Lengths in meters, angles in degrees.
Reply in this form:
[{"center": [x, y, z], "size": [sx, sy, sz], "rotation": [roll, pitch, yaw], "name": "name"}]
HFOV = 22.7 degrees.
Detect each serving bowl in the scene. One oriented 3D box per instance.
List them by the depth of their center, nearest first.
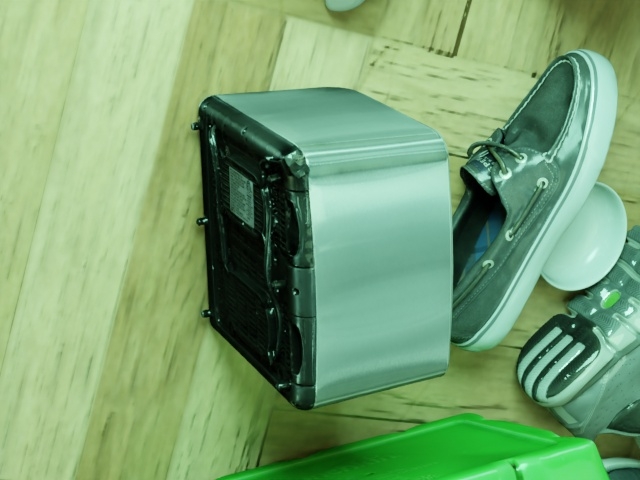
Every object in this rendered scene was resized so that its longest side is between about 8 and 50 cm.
[{"center": [0.184, -0.006, 1.171], "size": [0.083, 0.027, 0.083], "rotation": [-9, 109, -26], "name": "serving bowl"}]

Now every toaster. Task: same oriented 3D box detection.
[{"center": [0.000, 0.000, 0.981], "size": [0.110, 0.186, 0.168], "rotation": [-10, 110, -21], "name": "toaster"}]

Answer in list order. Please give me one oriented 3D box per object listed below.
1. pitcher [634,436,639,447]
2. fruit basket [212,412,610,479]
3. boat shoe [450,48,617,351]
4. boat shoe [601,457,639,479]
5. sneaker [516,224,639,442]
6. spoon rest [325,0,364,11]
[{"center": [0.359, 0.186, 1.259], "size": [0.207, 0.177, 0.125], "rotation": [-5, 137, -35], "name": "pitcher"}, {"center": [0.056, 0.329, 1.056], "size": [0.392, 0.283, 0.392], "rotation": [-1, 91, -26], "name": "fruit basket"}, {"center": [0.127, -0.033, 1.108], "size": [0.076, 0.080, 0.228], "rotation": [19, 104, -34], "name": "boat shoe"}, {"center": [0.316, 0.273, 1.296], "size": [0.302, 0.091, 0.114], "rotation": [33, 89, -33], "name": "boat shoe"}, {"center": [0.262, 0.067, 1.215], "size": [0.229, 0.086, 0.132], "rotation": [-40, 126, 0], "name": "sneaker"}, {"center": [-0.025, -0.253, 0.944], "size": [0.137, 0.084, 0.276], "rotation": [-43, 122, -10], "name": "spoon rest"}]
